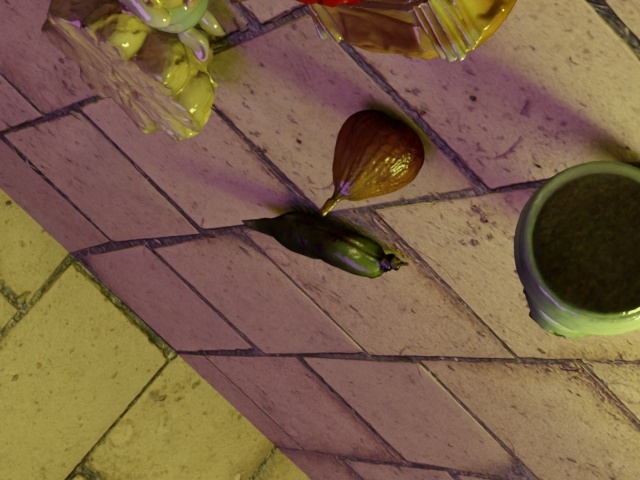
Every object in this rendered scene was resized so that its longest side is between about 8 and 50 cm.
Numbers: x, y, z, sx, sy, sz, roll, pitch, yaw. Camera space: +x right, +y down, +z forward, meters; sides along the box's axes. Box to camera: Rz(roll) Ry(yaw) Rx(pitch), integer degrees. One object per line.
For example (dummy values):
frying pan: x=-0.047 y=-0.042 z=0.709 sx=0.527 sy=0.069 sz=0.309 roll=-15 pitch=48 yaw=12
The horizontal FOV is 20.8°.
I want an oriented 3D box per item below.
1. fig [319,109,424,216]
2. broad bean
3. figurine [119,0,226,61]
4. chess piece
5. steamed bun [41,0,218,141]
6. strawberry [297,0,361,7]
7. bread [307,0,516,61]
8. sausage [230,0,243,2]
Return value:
fig: x=0.052 y=-0.107 z=2.235 sx=0.119 sy=0.153 sz=0.119 roll=53 pitch=153 yaw=41
broad bean: x=0.000 y=0.000 z=2.681 sx=0.339 sy=0.061 sz=0.077 roll=21 pitch=166 yaw=43
figurine: x=-0.197 y=-0.327 z=2.226 sx=0.235 sy=0.127 sz=0.155 roll=39 pitch=154 yaw=-23
chess piece: x=0.311 y=0.033 z=2.019 sx=0.194 sy=0.194 sz=0.299 roll=36 pitch=170 yaw=8
steamed bun: x=-0.254 y=-0.269 z=2.437 sx=0.292 sy=0.137 sz=0.295 roll=27 pitch=163 yaw=31
strawberry: x=0.015 y=-0.356 z=1.527 sx=0.351 sy=0.312 sz=0.267 roll=45 pitch=150 yaw=47
bread: x=0.095 y=-0.260 z=1.793 sx=0.241 sy=0.136 sz=0.107 roll=14 pitch=151 yaw=53
sausage: x=-0.172 y=-0.433 z=1.961 sx=0.094 sy=0.094 sz=0.419 roll=-8 pitch=137 yaw=30
